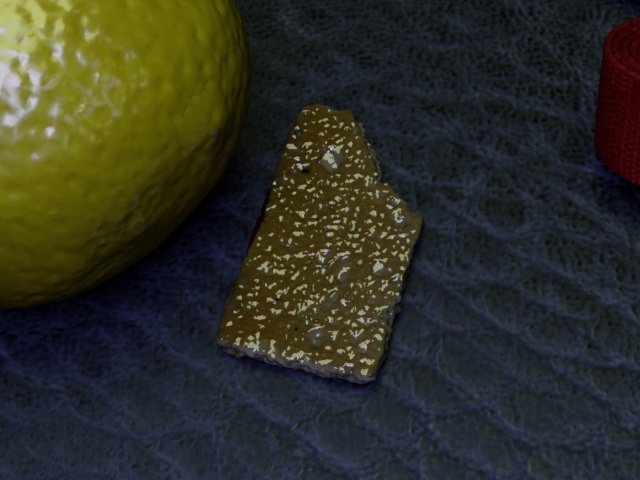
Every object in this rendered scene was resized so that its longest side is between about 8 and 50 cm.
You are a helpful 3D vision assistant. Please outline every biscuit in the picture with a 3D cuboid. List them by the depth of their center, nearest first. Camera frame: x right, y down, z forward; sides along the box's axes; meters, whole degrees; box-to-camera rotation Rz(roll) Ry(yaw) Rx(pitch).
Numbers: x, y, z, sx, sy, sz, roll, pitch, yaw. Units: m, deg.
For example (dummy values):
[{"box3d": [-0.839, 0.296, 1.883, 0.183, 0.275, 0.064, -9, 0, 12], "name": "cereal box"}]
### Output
[{"box3d": [0.012, -0.001, 1.084, 0.131, 0.026, 0.236, 12, 60, 11], "name": "biscuit"}]

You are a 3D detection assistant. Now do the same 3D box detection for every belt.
[{"box3d": [0.313, -0.100, 1.059, 0.201, 0.124, 0.128, -2, 39, -1], "name": "belt"}]

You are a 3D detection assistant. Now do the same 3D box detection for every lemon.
[{"box3d": [-0.215, -0.113, 1.010, 0.336, 0.336, 0.336, -3, 58, 4], "name": "lemon"}]

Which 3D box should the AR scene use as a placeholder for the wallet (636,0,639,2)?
[{"box3d": [0.449, -0.208, 1.135, 0.379, 0.046, 0.190, 30, 78, 23], "name": "wallet"}]
